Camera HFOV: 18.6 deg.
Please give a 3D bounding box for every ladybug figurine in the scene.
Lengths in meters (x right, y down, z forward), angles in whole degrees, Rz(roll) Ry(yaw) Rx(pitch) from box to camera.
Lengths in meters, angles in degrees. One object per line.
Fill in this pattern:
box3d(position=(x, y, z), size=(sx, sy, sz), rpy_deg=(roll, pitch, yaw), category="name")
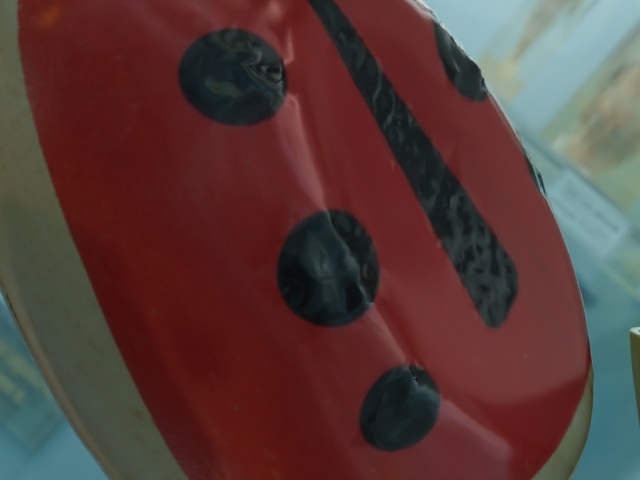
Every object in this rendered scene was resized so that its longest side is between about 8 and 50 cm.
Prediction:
box3d(position=(0.000, 0.000, 0.958), size=(0.162, 0.305, 0.449), rpy_deg=(-9, -51, 39), category="ladybug figurine")

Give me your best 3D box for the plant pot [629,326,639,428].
box3d(position=(0.299, 0.154, 1.060), size=(0.212, 0.187, 0.212), rpy_deg=(-1, 7, -13), category="plant pot")
